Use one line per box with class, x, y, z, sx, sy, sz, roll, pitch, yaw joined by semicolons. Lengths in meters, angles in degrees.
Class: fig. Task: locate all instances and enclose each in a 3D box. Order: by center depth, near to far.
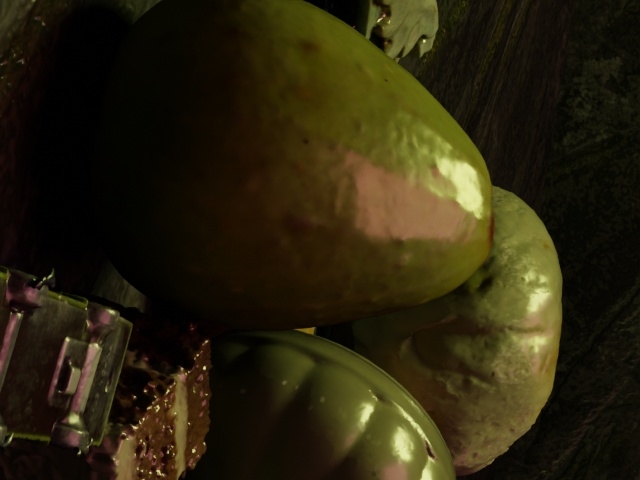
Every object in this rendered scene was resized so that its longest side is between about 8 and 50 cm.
fig;-0.020;-0.048;1.210;0.258;0.326;0.258;-160;-90;-83

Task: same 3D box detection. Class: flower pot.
flower pot;-0.056;0.249;1.348;0.244;0.307;0.307;-53;152;-41

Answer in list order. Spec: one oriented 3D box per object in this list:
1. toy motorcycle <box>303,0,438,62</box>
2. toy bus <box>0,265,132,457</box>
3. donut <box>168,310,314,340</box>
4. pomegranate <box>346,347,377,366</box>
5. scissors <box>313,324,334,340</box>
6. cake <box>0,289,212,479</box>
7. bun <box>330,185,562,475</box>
toy motorcycle;0.023;-0.279;1.468;0.237;0.169;0.410;-48;153;-48
toy bus;-0.216;0.067;0.963;0.302;0.139;0.113;44;60;-76
donut;-0.078;0.061;1.471;0.295;0.112;0.151;74;30;-57
pomegranate;0.004;0.212;1.752;0.191;0.191;0.191;13;90;-74
scissors;0.000;0.000;1.808;0.138;0.041;0.289;3;100;-63
cake;-0.170;0.136;1.186;0.147;0.135;0.134;-46;146;-52
bun;0.130;0.095;1.903;0.219;0.365;0.365;12;91;-30
